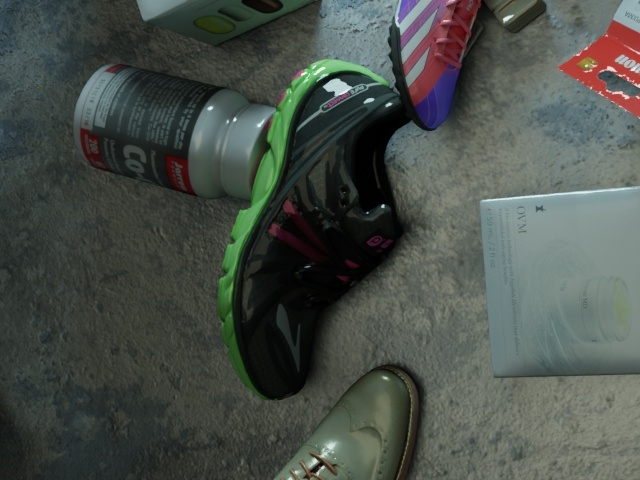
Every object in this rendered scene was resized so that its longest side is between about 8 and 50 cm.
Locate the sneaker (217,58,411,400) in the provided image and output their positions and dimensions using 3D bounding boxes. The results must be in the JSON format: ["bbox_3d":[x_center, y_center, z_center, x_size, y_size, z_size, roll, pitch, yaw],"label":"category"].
[{"bbox_3d":[0.000,0.000,1.322,0.202,0.185,0.482,18,99,21],"label":"sneaker"}]

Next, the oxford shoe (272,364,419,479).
[{"bbox_3d":[0.001,0.344,1.320,0.141,0.146,0.396,27,88,33],"label":"oxford shoe"}]

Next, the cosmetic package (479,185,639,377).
[{"bbox_3d":[0.328,0.051,1.221,0.225,0.138,0.224,-5,89,20],"label":"cosmetic package"}]

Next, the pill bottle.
[{"bbox_3d":[-0.195,-0.150,1.404,0.283,0.161,0.161,16,96,20],"label":"pill bottle"}]

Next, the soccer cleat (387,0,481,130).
[{"bbox_3d":[0.160,-0.302,1.262,0.117,0.109,0.318,-3,83,32],"label":"soccer cleat"}]

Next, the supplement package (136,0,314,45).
[{"bbox_3d":[-0.136,-0.387,1.357,0.194,0.203,0.149,-19,84,21],"label":"supplement package"}]

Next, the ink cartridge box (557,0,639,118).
[{"bbox_3d":[0.413,-0.248,1.142,0.225,0.056,0.181,-33,41,-6],"label":"ink cartridge box"}]

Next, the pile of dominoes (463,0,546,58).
[{"bbox_3d":[0.203,-0.390,1.326,0.196,0.040,0.251,-37,70,22],"label":"pile of dominoes"}]
